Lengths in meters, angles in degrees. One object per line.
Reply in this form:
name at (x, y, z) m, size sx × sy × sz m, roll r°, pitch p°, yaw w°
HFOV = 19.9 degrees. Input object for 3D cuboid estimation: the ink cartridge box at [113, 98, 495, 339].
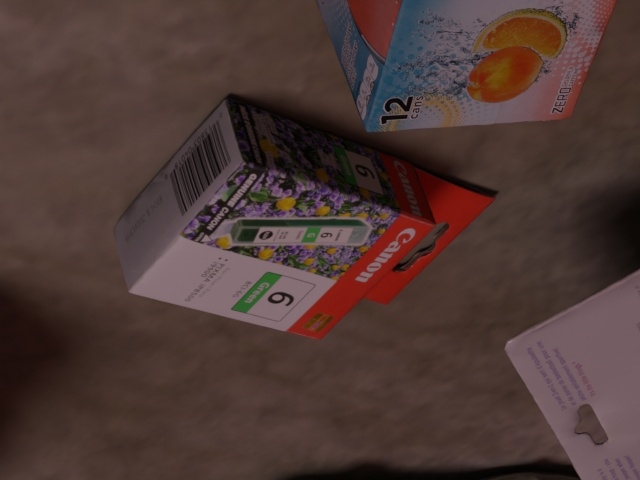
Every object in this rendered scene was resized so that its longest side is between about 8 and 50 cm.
ink cartridge box at (0.000, 0.000, 0.573) m, size 0.115 × 0.029 × 0.063 m, roll 17°, pitch 130°, yaw -37°

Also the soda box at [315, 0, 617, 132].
soda box at (0.048, -0.109, 0.433) m, size 0.063 × 0.058 × 0.183 m, roll -4°, pitch 140°, yaw -18°

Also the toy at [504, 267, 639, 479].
toy at (0.176, -0.005, 0.620) m, size 0.237 × 0.056 × 0.137 m, roll -29°, pitch 138°, yaw 5°

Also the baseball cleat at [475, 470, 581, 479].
baseball cleat at (0.046, 0.139, 0.749) m, size 0.205 × 0.072 × 0.109 m, roll 9°, pitch 149°, yaw -25°
